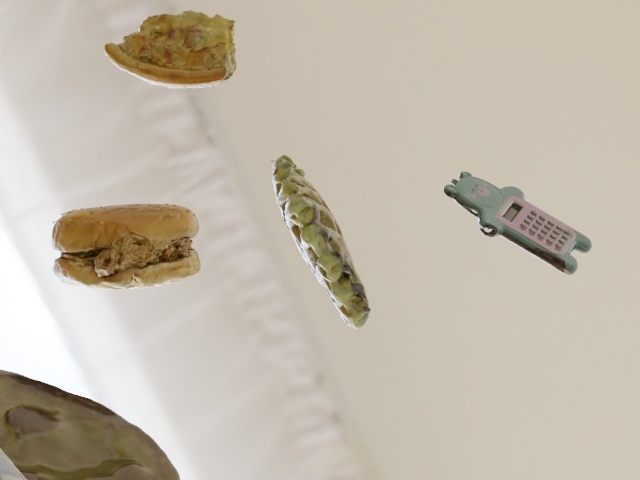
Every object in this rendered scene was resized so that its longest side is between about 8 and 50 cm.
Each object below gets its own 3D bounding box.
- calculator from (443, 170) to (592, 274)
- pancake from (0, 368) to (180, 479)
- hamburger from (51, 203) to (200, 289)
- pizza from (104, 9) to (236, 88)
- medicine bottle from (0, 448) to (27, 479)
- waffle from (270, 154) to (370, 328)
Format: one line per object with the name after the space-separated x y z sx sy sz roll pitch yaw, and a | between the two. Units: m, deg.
0.178 -0.019 1.744 0.141 0.094 0.019 31 -58 8 | calculator
-0.265 0.222 1.654 0.294 0.294 0.049 47 -45 18 | pancake
-0.190 0.005 1.853 0.147 0.138 0.083 3 -79 58 | hamburger
-0.148 -0.201 1.981 0.160 0.099 0.036 17 -26 30 | pizza
-0.112 0.118 0.614 0.203 0.083 0.083 42 -28 30 | medicine bottle
0.000 0.000 2.234 0.214 0.054 0.208 62 -1 -22 | waffle
